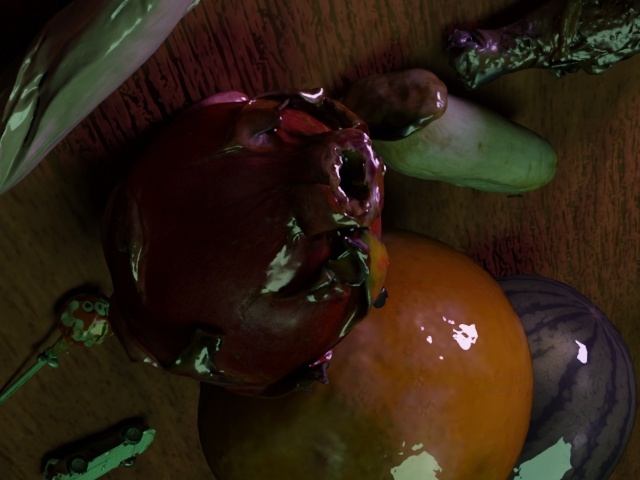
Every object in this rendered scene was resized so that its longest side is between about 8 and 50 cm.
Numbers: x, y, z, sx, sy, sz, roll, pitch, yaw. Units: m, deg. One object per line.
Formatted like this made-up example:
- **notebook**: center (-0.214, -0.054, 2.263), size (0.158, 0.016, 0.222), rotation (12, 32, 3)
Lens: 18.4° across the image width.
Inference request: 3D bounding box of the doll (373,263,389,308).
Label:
- **doll**: center (0.000, 0.000, 1.710), size (0.109, 0.169, 0.057), rotation (-33, 136, -1)

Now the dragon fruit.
- **dragon fruit**: center (-0.061, 0.005, 1.555), size (0.250, 0.250, 0.315), rotation (-22, -165, -23)

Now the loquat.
- **loquat**: center (0.040, 0.140, 1.849), size (0.328, 0.328, 0.328), rotation (-27, 155, -14)

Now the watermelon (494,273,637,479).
- **watermelon**: center (0.184, 0.203, 2.183), size (0.359, 0.279, 0.279), rotation (-44, 154, 26)

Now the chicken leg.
- **chicken leg**: center (0.206, -0.184, 1.740), size (0.196, 0.080, 0.125), rotation (-26, 146, 2)

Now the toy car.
- **toy car**: center (-0.223, 0.219, 2.005), size (0.122, 0.035, 0.059), rotation (-30, 157, -29)

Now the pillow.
- **pillow**: center (-0.173, -0.116, 1.352), size (0.270, 0.067, 0.173), rotation (-42, -176, 17)

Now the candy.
- **candy**: center (-0.246, 0.105, 1.771), size (0.055, 0.049, 0.185), rotation (28, 127, -30)

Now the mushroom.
- **mushroom**: center (0.120, -0.088, 1.780), size (0.100, 0.081, 0.312), rotation (2, 172, 29)
